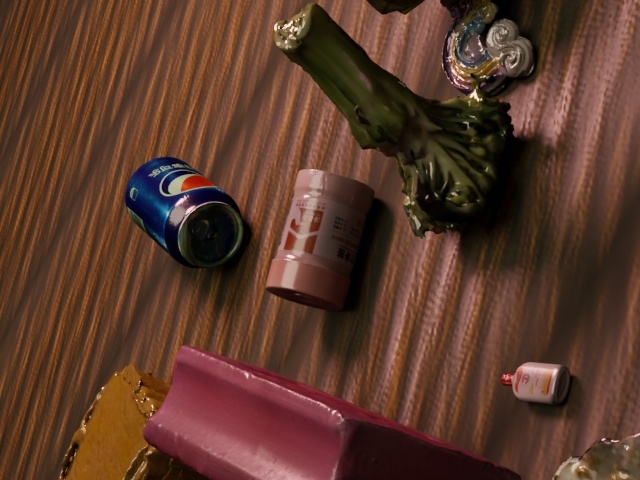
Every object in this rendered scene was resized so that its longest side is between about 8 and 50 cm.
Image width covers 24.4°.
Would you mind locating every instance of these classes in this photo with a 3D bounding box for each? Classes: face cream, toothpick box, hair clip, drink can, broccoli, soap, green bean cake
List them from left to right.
[{"bbox_3d":[-0.229,0.297,1.906,0.224,0.131,0.230,-62,30,7],"label":"green bean cake"},{"bbox_3d":[-0.189,-0.038,2.054,0.205,0.118,0.118,37,103,56],"label":"drink can"},{"bbox_3d":[0.000,0.000,1.769,0.098,0.098,0.149,-1,70,56],"label":"toothpick box"},{"bbox_3d":[0.000,0.224,1.512,0.359,0.233,0.128,14,82,58],"label":"soap"},{"bbox_3d":[0.071,-0.139,1.562,0.145,0.304,0.165,-1,55,56],"label":"broccoli"},{"bbox_3d":[0.183,-0.227,1.690,0.116,0.049,0.172,-57,40,42],"label":"hair clip"},{"bbox_3d":[0.209,0.139,1.449,0.083,0.021,0.040,-2,69,56],"label":"face cream"}]

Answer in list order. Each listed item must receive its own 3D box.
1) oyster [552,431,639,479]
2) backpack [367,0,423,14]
[{"bbox_3d":[0.260,0.268,1.245,0.223,0.083,0.214,-34,49,35],"label":"oyster"},{"bbox_3d":[0.136,-0.386,1.703,0.253,0.140,0.207,-49,9,-14],"label":"backpack"}]
